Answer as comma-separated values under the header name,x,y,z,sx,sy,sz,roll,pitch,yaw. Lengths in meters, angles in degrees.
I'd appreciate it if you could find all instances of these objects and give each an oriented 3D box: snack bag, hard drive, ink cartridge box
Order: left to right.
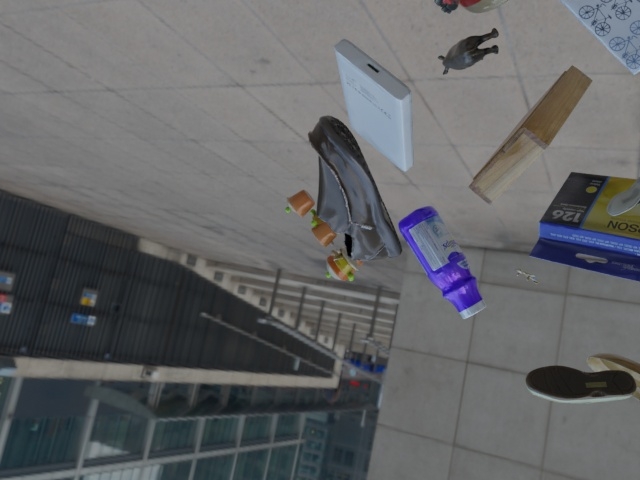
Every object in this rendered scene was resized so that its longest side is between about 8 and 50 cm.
name,x,y,z,sx,sy,sz,roll,pitch,yaw
hard drive,0.148,-0.342,1.544,0.233,0.047,0.353,44,172,21
ink cartridge box,0.747,-0.050,1.537,0.304,0.307,0.072,15,141,39
snack bag,0.720,-0.584,1.274,0.343,0.323,0.037,-40,159,22

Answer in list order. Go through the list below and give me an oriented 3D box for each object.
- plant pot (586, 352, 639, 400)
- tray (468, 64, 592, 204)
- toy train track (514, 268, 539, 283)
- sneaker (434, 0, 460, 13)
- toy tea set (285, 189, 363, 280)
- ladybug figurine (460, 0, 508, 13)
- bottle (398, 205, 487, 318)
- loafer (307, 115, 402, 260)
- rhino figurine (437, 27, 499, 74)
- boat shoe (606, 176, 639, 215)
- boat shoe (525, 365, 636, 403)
name,x,y,z,sx,sy,sz,roll,pitch,yaw
plant pot,0.740,0.328,1.367,0.236,0.032,0.236,35,170,7
tray,0.511,-0.264,1.420,0.076,0.411,0.202,42,137,6
toy train track,0.454,0.082,1.290,0.083,0.014,0.048,27,177,-38
sneaker,0.264,-0.645,1.322,0.135,0.097,0.276,-34,126,13
toy tea set,0.000,0.000,1.845,0.336,0.124,0.200,55,-168,14
ladybug figurine,0.457,-0.768,1.455,0.162,0.304,0.449,11,143,-28
bottle,0.299,0.053,1.427,0.092,0.282,0.118,-37,167,33
loafer,0.051,-0.071,1.123,0.130,0.133,0.365,-23,132,7
rhino figurine,0.381,-0.495,1.573,0.106,0.073,0.243,-24,-172,-6
boat shoe,0.678,-0.095,1.285,0.046,0.125,0.038,45,-179,36
boat shoe,0.475,0.278,1.091,0.190,0.068,0.072,3,146,9
